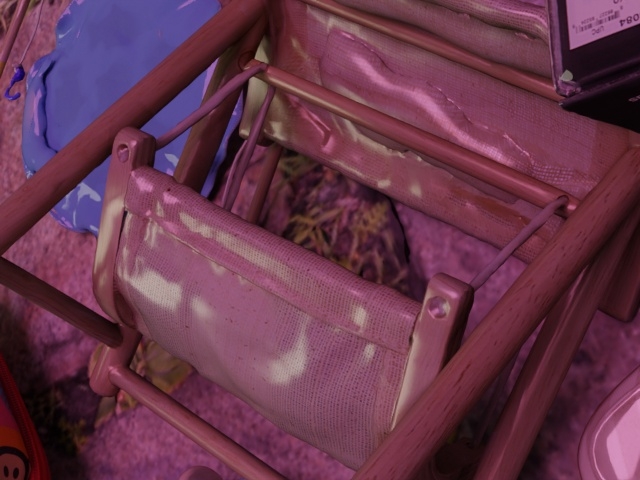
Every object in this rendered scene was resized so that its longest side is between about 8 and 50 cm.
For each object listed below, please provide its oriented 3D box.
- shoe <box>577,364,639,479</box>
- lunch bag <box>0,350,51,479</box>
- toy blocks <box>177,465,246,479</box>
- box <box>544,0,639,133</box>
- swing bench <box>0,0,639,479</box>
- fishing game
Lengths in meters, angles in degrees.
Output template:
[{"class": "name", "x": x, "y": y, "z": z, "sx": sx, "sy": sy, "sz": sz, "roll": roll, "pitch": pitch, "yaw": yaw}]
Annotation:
[{"class": "shoe", "x": 0.196, "y": 0.050, "z": 0.484, "sx": 0.219, "sy": 0.058, "sz": 0.076, "roll": -33, "pitch": 59, "yaw": 23}, {"class": "lunch bag", "x": -0.322, "y": 0.151, "z": 0.740, "sx": 0.293, "sy": 0.120, "sz": 0.258, "roll": -44, "pitch": 55, "yaw": 15}, {"class": "toy blocks", "x": -0.080, "y": 0.190, "z": 0.640, "sx": 0.148, "sy": 0.054, "sz": 0.123, "roll": -22, "pitch": 64, "yaw": 28}, {"class": "box", "x": 0.254, "y": -0.086, "z": 0.315, "sx": 0.307, "sy": 0.242, "sz": 0.076, "roll": -16, "pitch": 69, "yaw": 43}, {"class": "swing bench", "x": 0.000, "y": 0.000, "z": 0.557, "sx": 0.253, "sy": 0.165, "sz": 0.254, "roll": 29, "pitch": 82, "yaw": 32}, {"class": "fishing game", "x": -0.120, "y": -0.085, "z": 0.762, "sx": 0.264, "sy": 0.041, "sz": 0.189, "roll": 24, "pitch": 98, "yaw": 32}]
